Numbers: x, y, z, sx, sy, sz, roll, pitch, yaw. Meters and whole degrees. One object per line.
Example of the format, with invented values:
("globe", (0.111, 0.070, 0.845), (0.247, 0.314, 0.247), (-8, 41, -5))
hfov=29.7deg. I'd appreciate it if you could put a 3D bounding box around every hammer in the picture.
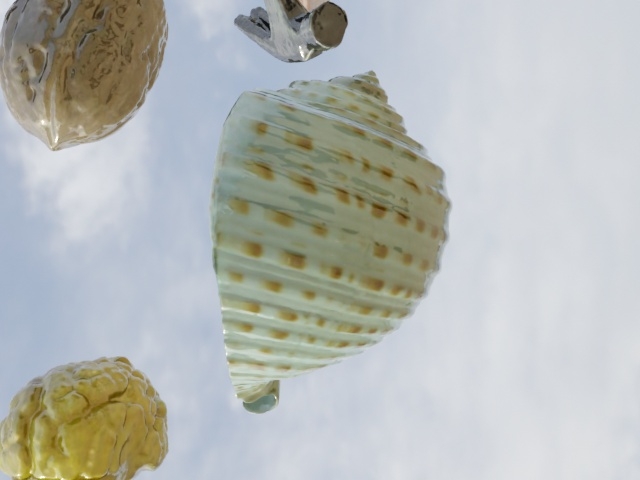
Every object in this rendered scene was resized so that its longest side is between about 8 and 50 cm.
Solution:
("hammer", (-0.048, -0.172, 0.533), (0.021, 0.078, 0.201), (-28, -79, -21))

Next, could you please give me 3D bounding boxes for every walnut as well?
("walnut", (-0.264, -0.204, 1.325), (0.178, 0.178, 0.230), (34, -116, -52))

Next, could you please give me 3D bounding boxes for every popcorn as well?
("popcorn", (-0.299, 0.230, 1.443), (0.200, 0.203, 0.226), (63, -150, -33))

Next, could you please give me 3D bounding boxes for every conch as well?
("conch", (0.011, -0.002, 0.686), (0.172, 0.131, 0.200), (77, -168, -82))

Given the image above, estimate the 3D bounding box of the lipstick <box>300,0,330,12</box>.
("lipstick", (-0.017, -0.258, 1.112), (0.045, 0.045, 0.145), (-50, -14, -17))
